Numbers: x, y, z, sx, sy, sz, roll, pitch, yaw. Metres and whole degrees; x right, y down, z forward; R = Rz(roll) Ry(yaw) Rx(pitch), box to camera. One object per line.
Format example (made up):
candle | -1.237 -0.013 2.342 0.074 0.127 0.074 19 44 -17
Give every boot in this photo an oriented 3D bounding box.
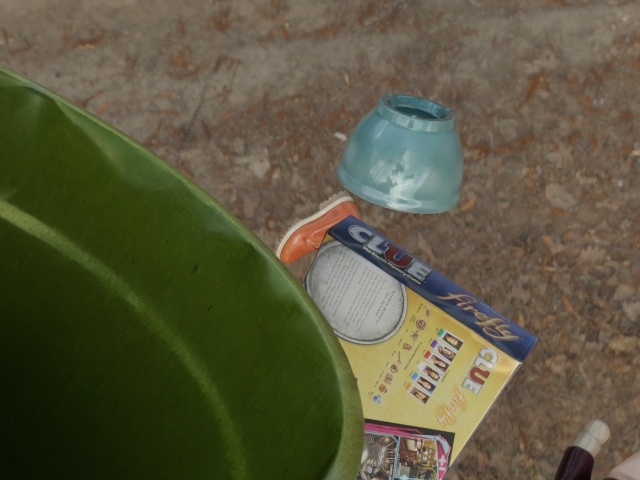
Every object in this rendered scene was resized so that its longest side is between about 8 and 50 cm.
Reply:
boot | 0.000 0.000 1.386 0.158 0.059 0.085 -37 67 14

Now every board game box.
board game box | 0.035 0.124 0.675 0.165 0.243 0.042 34 33 14

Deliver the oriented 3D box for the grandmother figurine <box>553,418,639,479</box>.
grandmother figurine | 0.326 0.294 0.921 0.342 0.104 0.208 -16 47 -22

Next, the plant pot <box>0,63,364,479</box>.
plant pot | -0.230 0.122 0.363 0.366 0.366 0.353 42 109 27

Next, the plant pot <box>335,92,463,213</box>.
plant pot | 0.196 -0.213 1.970 0.292 0.196 0.293 10 27 -5
